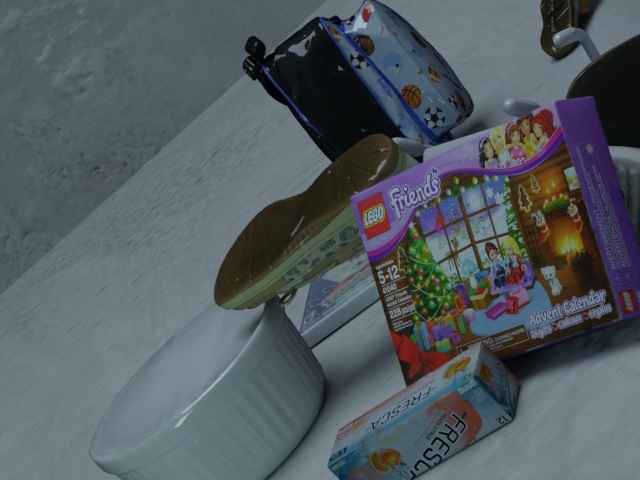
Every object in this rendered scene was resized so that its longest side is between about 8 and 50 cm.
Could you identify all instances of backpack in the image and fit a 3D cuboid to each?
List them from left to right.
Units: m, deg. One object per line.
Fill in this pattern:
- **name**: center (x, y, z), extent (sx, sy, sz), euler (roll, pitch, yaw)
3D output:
- **backpack**: center (0.064, -0.176, 2.389), extent (0.213, 0.276, 0.263), euler (-34, -2, 6)

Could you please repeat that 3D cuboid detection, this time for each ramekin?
- **ramekin**: center (-0.114, 0.185, 2.091), extent (0.273, 0.127, 0.273), euler (-40, 15, 13)

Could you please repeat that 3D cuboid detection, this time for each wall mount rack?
- **wall mount rack**: center (0.258, -0.143, 1.979), extent (0.304, 0.130, 0.350), euler (-38, 11, -30)

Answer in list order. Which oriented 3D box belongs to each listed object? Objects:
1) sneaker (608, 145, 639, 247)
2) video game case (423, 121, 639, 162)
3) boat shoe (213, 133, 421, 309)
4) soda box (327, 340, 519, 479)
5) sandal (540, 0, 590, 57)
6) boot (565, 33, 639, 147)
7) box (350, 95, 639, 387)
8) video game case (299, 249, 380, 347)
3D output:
- **sneaker**: center (0.211, -0.034, 1.872), extent (0.366, 0.135, 0.150), euler (-19, 21, 44)
- **video game case**: center (0.221, -0.084, 1.896), extent (0.190, 0.173, 0.022), euler (165, 110, -65)
- **boat shoe**: center (0.000, 0.000, 1.985), extent (0.285, 0.089, 0.104), euler (-35, 37, 35)
- **soda box**: center (0.094, 0.169, 1.748), extent (0.183, 0.058, 0.063), euler (-35, 17, 28)
- **sandal**: center (0.322, -0.295, 2.458), extent (0.072, 0.049, 0.180), euler (-37, 30, 40)
- **boot**: center (0.363, -0.169, 1.819), extent (0.305, 0.112, 0.115), euler (-23, 12, -11)
- **box**: center (0.161, 0.009, 1.754), extent (0.057, 0.201, 0.293), euler (-10, -10, -40)
- **video game case**: center (0.062, 0.027, 2.274), extent (0.201, 0.023, 0.183), euler (-37, 16, 20)
